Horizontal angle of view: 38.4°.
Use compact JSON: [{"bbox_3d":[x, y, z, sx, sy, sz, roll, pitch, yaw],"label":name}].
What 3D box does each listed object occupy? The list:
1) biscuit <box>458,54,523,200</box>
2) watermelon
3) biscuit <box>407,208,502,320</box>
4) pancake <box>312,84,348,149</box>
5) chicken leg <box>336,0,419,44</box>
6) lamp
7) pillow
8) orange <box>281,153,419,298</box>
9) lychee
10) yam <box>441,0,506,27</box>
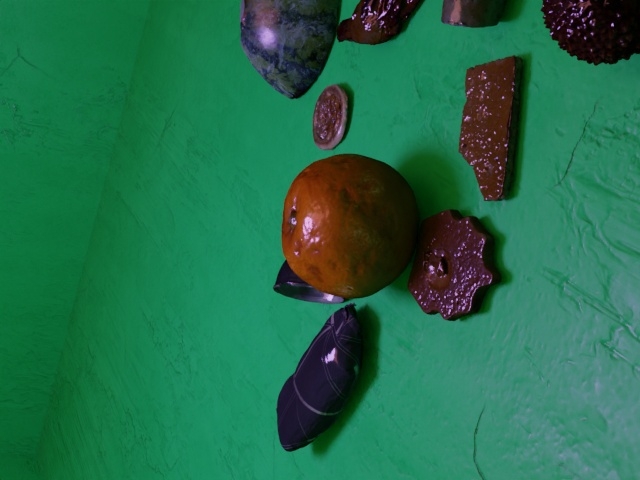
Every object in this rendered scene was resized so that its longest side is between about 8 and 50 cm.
[{"bbox_3d":[0.273,-0.176,1.493,0.131,0.026,0.236,-4,79,62],"label":"biscuit"},{"bbox_3d":[-0.063,-0.484,2.093,0.180,0.224,0.305,11,-96,-74],"label":"watermelon"},{"bbox_3d":[0.225,0.044,1.506,0.215,0.034,0.182,20,100,59],"label":"biscuit"},{"bbox_3d":[0.022,-0.267,1.977,0.152,0.025,0.151,-30,56,57],"label":"pancake"},{"bbox_3d":[0.121,-0.480,1.819,0.322,0.083,0.177,-53,30,38],"label":"chicken leg"},{"bbox_3d":[0.000,0.000,1.843,0.172,0.147,0.227,-7,68,47],"label":"lamp"},{"bbox_3d":[-0.002,0.269,1.789,0.335,0.093,0.161,-61,31,30],"label":"pillow"},{"bbox_3d":[0.051,-0.027,1.638,0.261,0.261,0.261,-27,59,56],"label":"orange"},{"bbox_3d":[0.376,-0.317,1.206,0.188,0.188,0.188,-27,59,56],"label":"lychee"},{"bbox_3d":[0.264,-0.440,1.506,0.107,0.107,0.194,29,108,60],"label":"yam"}]
